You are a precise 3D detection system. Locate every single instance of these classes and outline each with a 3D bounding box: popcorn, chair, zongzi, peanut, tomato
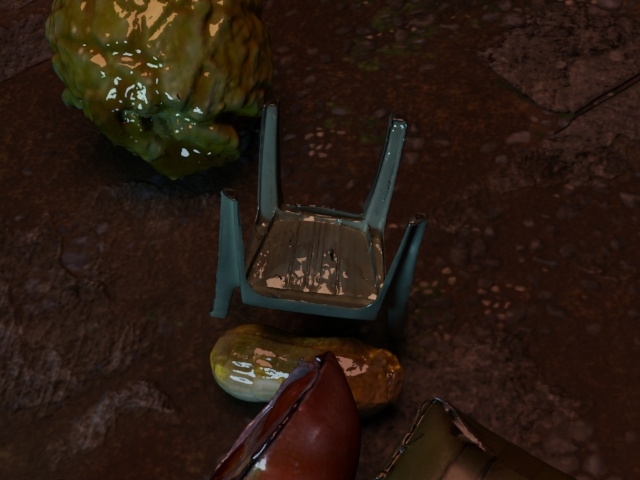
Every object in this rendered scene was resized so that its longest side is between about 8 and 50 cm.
[{"bbox_3d":[-0.193,-0.221,1.741,0.282,0.282,0.247,23,77,27],"label":"popcorn"},{"bbox_3d":[0.000,0.000,1.500,0.203,0.274,0.190,8,46,-2],"label":"chair"},{"bbox_3d":[0.122,0.311,1.311,0.260,0.123,0.289,30,67,27],"label":"zongzi"},{"bbox_3d":[-0.015,0.135,1.511,0.207,0.087,0.087,7,48,18],"label":"peanut"},{"bbox_3d":[-0.030,0.218,1.391,0.112,0.199,0.228,40,99,-5],"label":"tomato"}]
